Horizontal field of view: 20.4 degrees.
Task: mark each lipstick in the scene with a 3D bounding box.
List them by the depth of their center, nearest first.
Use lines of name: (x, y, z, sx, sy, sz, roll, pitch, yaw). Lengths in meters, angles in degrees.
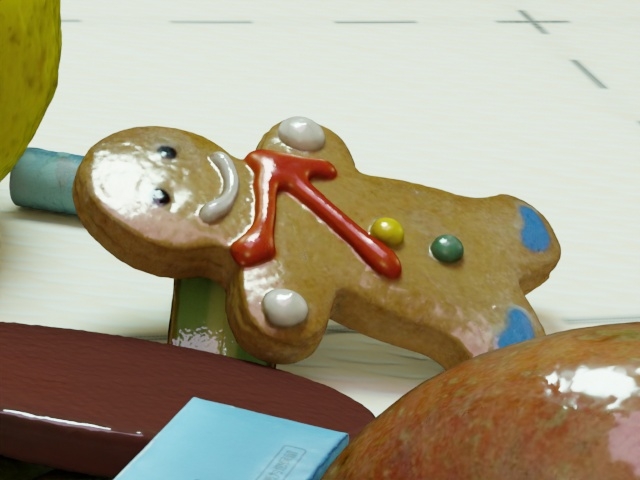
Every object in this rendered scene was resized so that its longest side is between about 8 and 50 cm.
lipstick: (-0.152, -0.037, 1.330, 0.157, 0.048, 0.048, 9, 24, 11)

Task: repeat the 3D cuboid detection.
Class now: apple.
apple: (0.112, 0.148, 0.703, 0.253, 0.254, 0.253, 4, 23, -2)

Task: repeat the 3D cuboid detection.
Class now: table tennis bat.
table tennis bat: (-0.161, 0.075, 0.938, 0.414, 0.051, 0.268, 8, 6, -26)

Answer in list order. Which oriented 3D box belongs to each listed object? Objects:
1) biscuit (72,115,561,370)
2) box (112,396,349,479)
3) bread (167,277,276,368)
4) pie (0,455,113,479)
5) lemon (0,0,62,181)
biscuit: (0.001, -0.002, 1.141, 0.324, 0.049, 0.205, 17, 44, -4)
box: (-0.067, 0.180, 0.725, 0.083, 0.143, 0.232, 11, 25, 17)
bread: (-0.063, 0.059, 1.168, 0.074, 0.084, 0.139, 3, 54, -3)
pie: (-0.227, 0.149, 0.823, 0.306, 0.071, 0.306, -1, 13, 0)
lemon: (-0.344, -0.146, 1.191, 0.349, 0.350, 0.387, 1, 19, -7)
